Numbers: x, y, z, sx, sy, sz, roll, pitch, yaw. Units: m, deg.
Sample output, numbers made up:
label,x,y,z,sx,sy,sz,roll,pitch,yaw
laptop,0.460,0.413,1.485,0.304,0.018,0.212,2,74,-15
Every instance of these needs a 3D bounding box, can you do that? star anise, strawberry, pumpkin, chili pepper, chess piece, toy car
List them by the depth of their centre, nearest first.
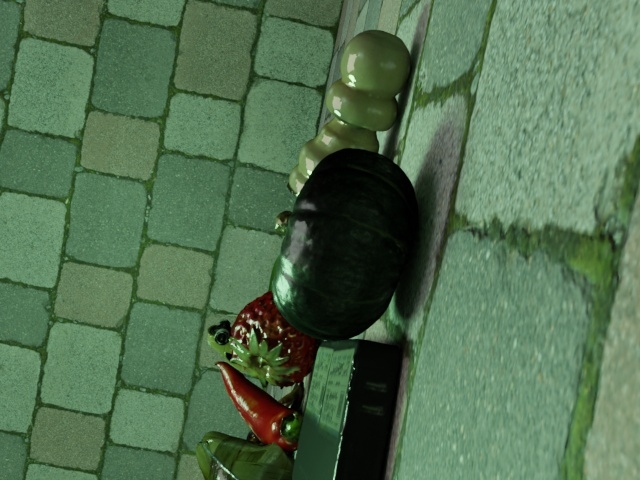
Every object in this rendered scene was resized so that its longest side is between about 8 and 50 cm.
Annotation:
label,x,y,z,sx,sy,sz,roll,pitch,yaw
pumpkin,0.022,0.003,0.815,0.211,0.152,0.212,-156,90,-84
chess piece,0.054,-0.176,1.090,0.143,0.142,0.261,-88,17,-63
chili pepper,-0.113,0.343,1.475,0.092,0.137,0.368,-42,25,-22
strawberry,-0.070,0.182,1.588,0.244,0.205,0.205,-54,-14,-42
star anise,-0.091,0.430,1.657,0.272,0.102,0.272,-51,3,3
toy car,-0.188,0.300,2.048,0.101,0.256,0.125,-107,25,-77

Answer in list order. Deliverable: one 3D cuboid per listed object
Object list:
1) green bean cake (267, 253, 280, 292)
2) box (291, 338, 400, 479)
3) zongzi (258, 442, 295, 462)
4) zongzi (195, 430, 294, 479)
label,x,y,z,sx,sy,sz,roll,pitch,yaw
green bean cake,-0.067,0.135,1.812,0.248,0.124,0.222,164,119,-82
box,0.023,0.226,0.905,0.350,0.058,0.212,129,153,-80
zongzi,-0.106,0.588,1.466,0.274,0.145,0.300,-59,41,28
zongzi,-0.179,0.477,1.363,0.112,0.220,0.242,52,-124,-35
